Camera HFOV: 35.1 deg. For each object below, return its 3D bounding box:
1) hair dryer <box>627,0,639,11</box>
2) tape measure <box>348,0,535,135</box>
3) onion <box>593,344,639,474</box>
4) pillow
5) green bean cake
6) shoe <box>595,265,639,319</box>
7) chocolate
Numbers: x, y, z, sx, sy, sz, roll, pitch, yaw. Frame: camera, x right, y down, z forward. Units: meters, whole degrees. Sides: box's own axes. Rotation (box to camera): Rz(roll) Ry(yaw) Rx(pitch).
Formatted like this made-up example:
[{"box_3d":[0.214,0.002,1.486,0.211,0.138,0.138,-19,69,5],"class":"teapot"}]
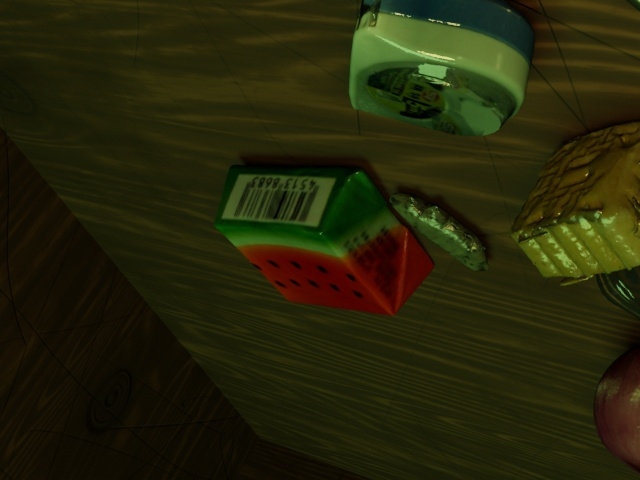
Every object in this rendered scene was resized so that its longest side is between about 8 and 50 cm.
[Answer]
[{"box_3d":[0.431,-0.266,1.160,0.284,0.155,0.320,26,165,-15],"class":"hair dryer"},{"box_3d":[0.162,-0.250,1.413,0.262,0.138,0.259,19,171,5],"class":"tape measure"},{"box_3d":[0.660,0.359,1.867,0.358,0.345,0.358,44,-172,-8],"class":"onion"},{"box_3d":[0.239,-0.019,1.916,0.241,0.051,0.093,39,159,-13],"class":"pillow"},{"box_3d":[0.406,-0.060,1.466,0.131,0.224,0.230,45,150,-19],"class":"green bean cake"},{"box_3d":[0.630,0.075,1.534,0.384,0.171,0.237,32,147,-12],"class":"shoe"},{"box_3d":[0.000,0.000,2.081,0.360,0.161,0.341,5,148,42],"class":"chocolate"}]
